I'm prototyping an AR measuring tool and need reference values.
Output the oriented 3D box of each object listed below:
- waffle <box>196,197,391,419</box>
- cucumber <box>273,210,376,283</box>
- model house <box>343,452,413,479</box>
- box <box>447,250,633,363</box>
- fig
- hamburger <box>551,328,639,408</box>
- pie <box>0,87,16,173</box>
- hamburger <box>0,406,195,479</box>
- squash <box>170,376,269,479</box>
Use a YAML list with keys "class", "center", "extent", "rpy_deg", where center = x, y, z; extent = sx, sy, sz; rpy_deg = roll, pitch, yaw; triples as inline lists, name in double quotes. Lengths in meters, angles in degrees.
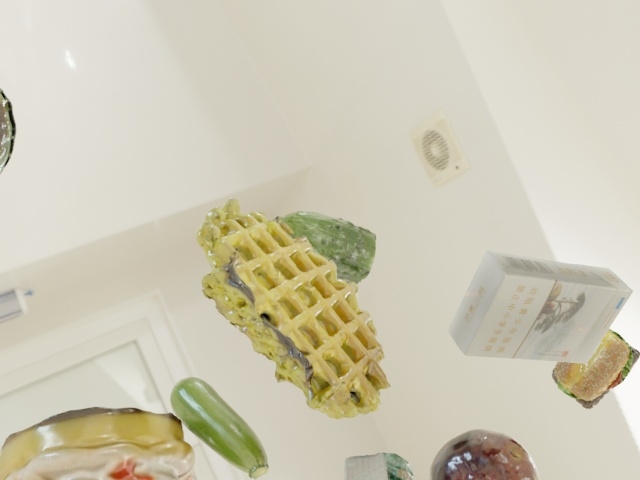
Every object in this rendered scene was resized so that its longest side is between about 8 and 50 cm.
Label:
- class: "waffle"
  center: [-0.032, 0.080, 0.849]
  extent: [0.060, 0.312, 0.307]
  rpy_deg: [-46, -157, 23]
- class: "cucumber"
  center: [-0.002, 0.001, 1.414]
  extent: [0.134, 0.244, 0.134]
  rpy_deg: [-35, -139, 38]
- class: "model house"
  center: [0.069, 0.315, 0.759]
  extent: [0.100, 0.088, 0.100]
  rpy_deg: [-92, -179, -60]
- class: "box"
  center: [0.325, 0.104, 0.980]
  extent: [0.067, 0.233, 0.149]
  rpy_deg: [-113, -143, -52]
- class: "fig"
  center: [0.287, 0.442, 1.162]
  extent: [0.249, 0.186, 0.203]
  rpy_deg: [63, 15, -67]
- class: "hamburger"
  center: [0.551, 0.250, 1.350]
  extent: [0.087, 0.166, 0.137]
  rpy_deg: [33, 9, -49]
- class: "pie"
  center: [-0.593, -0.181, 1.081]
  extent: [0.054, 0.240, 0.240]
  rpy_deg: [10, -53, 15]
- class: "hamburger"
  center: [-0.287, 0.366, 0.858]
  extent: [0.276, 0.276, 0.237]
  rpy_deg: [110, -31, -54]
- class: "squash"
  center: [-0.146, 0.266, 0.942]
  extent: [0.201, 0.066, 0.066]
  rpy_deg: [35, -40, 33]
